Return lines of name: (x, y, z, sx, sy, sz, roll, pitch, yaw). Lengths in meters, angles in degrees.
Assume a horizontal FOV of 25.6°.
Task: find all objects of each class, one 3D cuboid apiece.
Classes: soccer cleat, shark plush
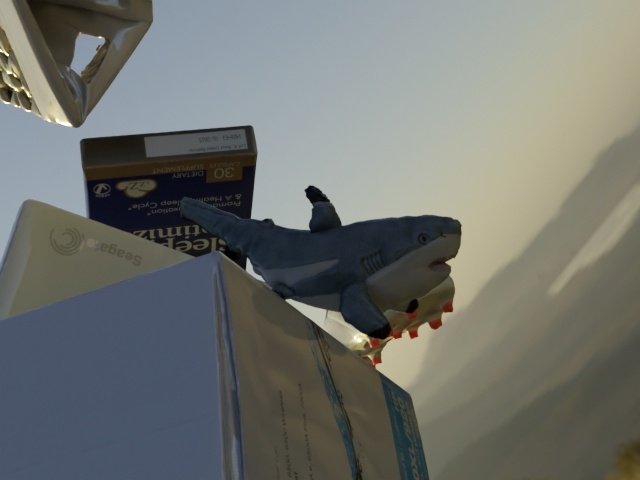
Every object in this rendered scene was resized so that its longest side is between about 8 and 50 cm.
soccer cleat: (0.048, 0.056, 1.192, 0.068, 0.076, 0.196, -7, -18, -27)
shark plush: (0.000, 0.000, 0.810, 0.073, 0.161, 0.067, -15, -60, -59)

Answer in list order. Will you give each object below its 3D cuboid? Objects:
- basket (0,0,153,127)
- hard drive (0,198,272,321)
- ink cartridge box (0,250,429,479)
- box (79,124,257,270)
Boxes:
basket: (-0.183, -0.167, 0.842, 0.113, 0.103, 0.167, -62, -26, -31)
hard drive: (-0.156, 0.147, 0.969, 0.040, 0.203, 0.307, 147, 141, -65)
ink cartridge box: (-0.060, 0.140, 0.712, 0.171, 0.168, 0.232, -19, -30, 20)
box: (-0.127, -0.010, 1.178, 0.136, 0.036, 0.225, -6, -32, -10)
